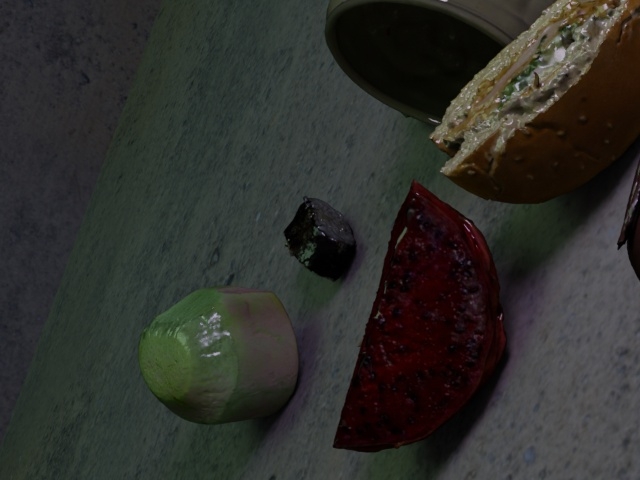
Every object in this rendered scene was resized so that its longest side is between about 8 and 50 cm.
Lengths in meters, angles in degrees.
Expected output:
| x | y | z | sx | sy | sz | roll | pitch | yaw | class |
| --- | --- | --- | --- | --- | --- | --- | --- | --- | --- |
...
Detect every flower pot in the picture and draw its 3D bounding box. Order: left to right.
| x | y | z | sx | sy | sz | roll | pitch | yaw | class |
| --- | --- | --- | --- | --- | --- | --- | --- | --- | --- |
| 0.178 | -0.296 | 1.710 | 0.307 | 0.307 | 0.244 | -19 | 42 | 62 | flower pot |

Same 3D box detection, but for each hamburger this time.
| x | y | z | sx | sy | sz | roll | pitch | yaw | class |
| --- | --- | --- | --- | --- | --- | --- | --- | --- | --- |
| 0.264 | -0.143 | 1.515 | 0.283 | 0.156 | 0.144 | -43 | 21 | 18 | hamburger |

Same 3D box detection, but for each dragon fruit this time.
| x | y | z | sx | sy | sz | roll | pitch | yaw | class |
| --- | --- | --- | --- | --- | --- | --- | --- | --- | --- |
| 0.130 | 0.086 | 1.628 | 0.205 | 0.152 | 0.317 | -77 | 3 | -74 | dragon fruit |

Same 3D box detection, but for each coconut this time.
| x | y | z | sx | sy | sz | roll | pitch | yaw | class |
| --- | --- | --- | --- | --- | --- | --- | --- | --- | --- |
| -0.133 | 0.162 | 2.054 | 0.204 | 0.236 | 0.236 | 49 | 118 | 28 | coconut |

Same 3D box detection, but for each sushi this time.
| x | y | z | sx | sy | sz | roll | pitch | yaw | class |
| --- | --- | --- | --- | --- | --- | --- | --- | --- | --- |
| 0.000 | 0.000 | 2.063 | 0.078 | 0.090 | 0.150 | -56 | 22 | 14 | sushi |

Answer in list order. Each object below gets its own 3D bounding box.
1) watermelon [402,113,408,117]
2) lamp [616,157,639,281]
| x | y | z | sx | sy | sz | roll | pitch | yaw | class |
| --- | --- | --- | --- | --- | --- | --- | --- | --- | --- |
| 0.146 | -0.237 | 1.946 | 0.137 | 0.145 | 0.193 | 6 | 39 | 37 | watermelon |
| 0.343 | -0.031 | 1.183 | 0.180 | 0.180 | 0.258 | -6 | 60 | 65 | lamp |
